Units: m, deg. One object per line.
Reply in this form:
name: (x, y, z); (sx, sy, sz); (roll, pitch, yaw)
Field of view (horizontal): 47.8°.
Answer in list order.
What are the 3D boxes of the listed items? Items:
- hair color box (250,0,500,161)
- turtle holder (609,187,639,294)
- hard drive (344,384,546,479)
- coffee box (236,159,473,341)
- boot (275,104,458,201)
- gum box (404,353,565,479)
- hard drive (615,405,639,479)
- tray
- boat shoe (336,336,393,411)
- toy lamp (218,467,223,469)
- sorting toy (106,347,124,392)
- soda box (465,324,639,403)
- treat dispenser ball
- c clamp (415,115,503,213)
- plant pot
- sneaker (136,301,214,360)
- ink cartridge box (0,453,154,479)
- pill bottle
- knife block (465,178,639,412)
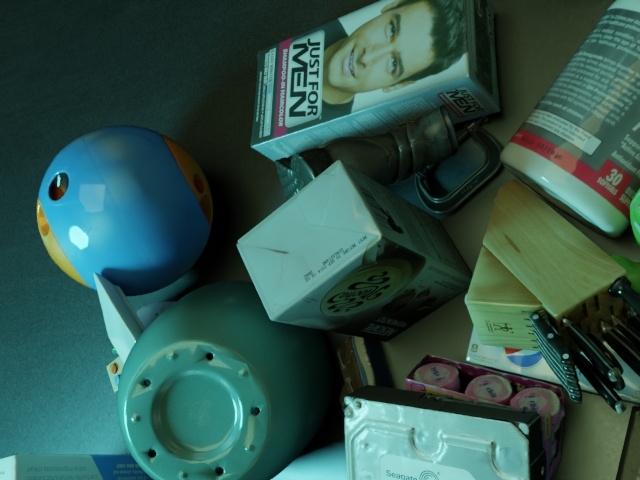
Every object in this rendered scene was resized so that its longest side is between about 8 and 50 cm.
hair color box: (0.074, -0.248, 1.107); (0.374, 0.113, 0.186); (-12, 65, 32)
turtle holder: (0.463, 0.037, 0.694); (0.227, 0.243, 0.320); (-31, 47, 0)
hard drive: (0.144, 0.354, 0.851); (0.236, 0.064, 0.339); (2, 96, 34)
coffee box: (0.058, 0.029, 0.932); (0.168, 0.297, 0.119); (-37, 62, 19)
boot: (0.063, -0.103, 1.049); (0.222, 0.338, 0.118); (-21, 99, -10)
gum box: (0.204, 0.219, 0.887); (0.188, 0.062, 0.107); (9, 120, 35)
hard drive: (0.384, 0.264, 0.808); (0.094, 0.022, 0.135); (12, 83, 36)
tray: (-0.318, 0.162, 1.198); (0.030, 0.270, 0.145); (-29, 69, -24)
boat shoe: (0.066, 0.220, 1.018); (0.066, 0.066, 0.183); (-31, 50, 28)
toy lamp: (-0.158, 0.428, 1.092); (0.080, 0.080, 0.275); (-37, 58, 20)
sorting toy: (-0.376, 0.231, 1.340); (0.062, 0.012, 0.083); (-41, 57, 18)
soda box: (0.294, 0.140, 0.880); (0.216, 0.069, 0.074); (9, 80, 35)
treat dispenser ball: (-0.327, -0.050, 1.224); (0.288, 0.288, 0.288); (-11, 70, 31)
c clamp: (0.196, -0.121, 1.057); (0.161, 0.022, 0.137); (-47, 56, 11)
plant pot: (-0.138, 0.207, 0.974); (0.292, 0.235, 0.293); (0, 90, 6)
sneaker: (-0.241, 0.157, 1.205); (0.290, 0.123, 0.106); (10, 83, 37)
ink cartridge box: (-0.390, 0.536, 1.087); (0.166, 0.285, 0.395); (-20, 66, 27)
pill bottle: (0.375, -0.176, 0.854); (0.176, 0.176, 0.319); (42, 101, 35)
knife block: (0.302, 0.053, 0.826); (0.242, 0.088, 0.276); (2, 48, 30)
